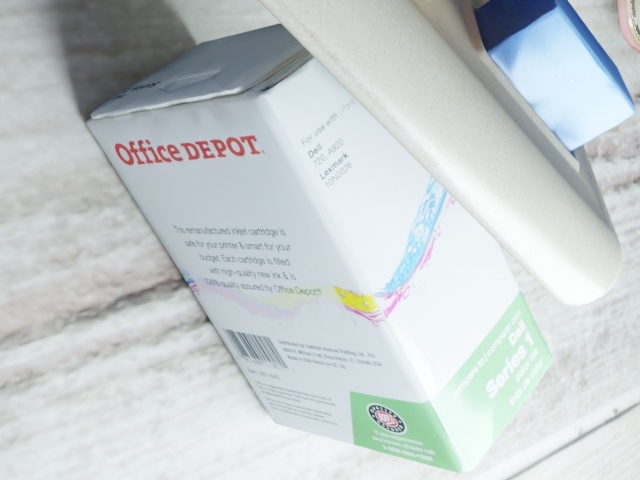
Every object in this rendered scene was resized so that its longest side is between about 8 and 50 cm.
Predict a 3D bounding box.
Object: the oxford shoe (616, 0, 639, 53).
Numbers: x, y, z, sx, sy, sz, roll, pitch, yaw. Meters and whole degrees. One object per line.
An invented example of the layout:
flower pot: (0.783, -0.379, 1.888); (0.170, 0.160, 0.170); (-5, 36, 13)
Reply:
oxford shoe: (0.453, -0.267, 1.039); (0.348, 0.130, 0.123); (-14, 100, -38)

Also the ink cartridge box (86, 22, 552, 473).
ink cartridge box: (0.000, 0.000, 0.630); (0.117, 0.201, 0.278); (-43, 117, -31)

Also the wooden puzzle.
wooden puzzle: (0.081, -0.179, 0.558); (0.322, 0.080, 0.348); (41, 35, -33)
